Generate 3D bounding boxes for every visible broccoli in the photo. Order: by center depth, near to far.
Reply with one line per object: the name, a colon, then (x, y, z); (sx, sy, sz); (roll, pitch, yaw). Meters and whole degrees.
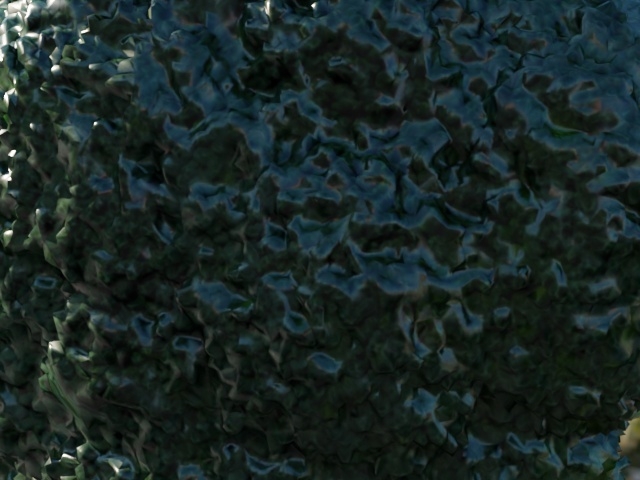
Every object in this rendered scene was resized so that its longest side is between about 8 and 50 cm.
broccoli: (0.000, 0.000, 0.540); (0.297, 0.298, 0.297); (8, -14, 34)
